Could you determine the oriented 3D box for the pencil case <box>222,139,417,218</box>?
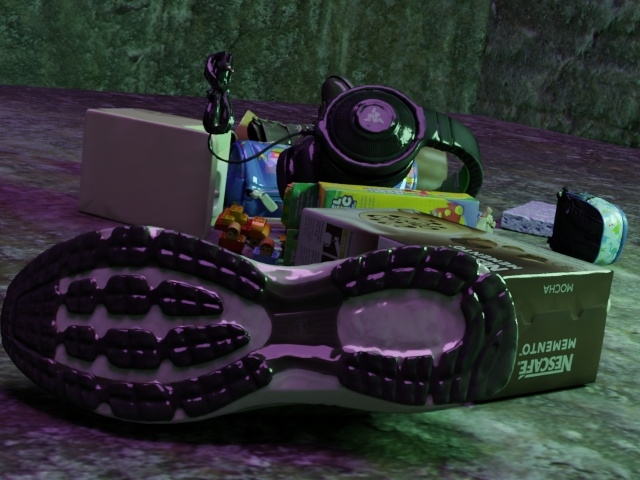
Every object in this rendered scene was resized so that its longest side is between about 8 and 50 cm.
[{"bbox_3d":[0.000,-0.081,1.688,0.306,0.119,0.133,4,23,-13],"label":"pencil case"}]

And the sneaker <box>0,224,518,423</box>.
[{"bbox_3d":[-0.054,0.092,0.914,0.410,0.158,0.182,5,-19,-1],"label":"sneaker"}]

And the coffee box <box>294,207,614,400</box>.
[{"bbox_3d":[0.125,0.052,1.122,0.168,0.118,0.297,-1,14,-37],"label":"coffee box"}]

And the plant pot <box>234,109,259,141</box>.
[{"bbox_3d":[-0.126,-0.160,2.031,0.095,0.134,0.134,30,10,-5],"label":"plant pot"}]

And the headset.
[{"bbox_3d":[0.027,-0.127,1.450,0.394,0.185,0.243,12,-33,-29],"label":"headset"}]

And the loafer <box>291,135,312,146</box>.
[{"bbox_3d":[-0.005,-0.149,1.822,0.094,0.087,0.251,43,-37,-20],"label":"loafer"}]

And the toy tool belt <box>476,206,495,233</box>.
[{"bbox_3d":[0.248,-0.036,1.787,0.052,0.051,0.083,-1,14,-35],"label":"toy tool belt"}]

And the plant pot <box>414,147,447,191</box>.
[{"bbox_3d":[0.123,-0.129,1.926,0.165,0.167,0.167,9,10,-25],"label":"plant pot"}]

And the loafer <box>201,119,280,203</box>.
[{"bbox_3d":[-0.194,-0.145,1.858,0.366,0.130,0.134,13,13,28],"label":"loafer"}]

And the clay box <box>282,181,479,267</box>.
[{"bbox_3d":[0.071,0.001,1.319,0.222,0.127,0.053,3,13,-14],"label":"clay box"}]

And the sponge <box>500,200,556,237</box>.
[{"bbox_3d":[0.403,-0.038,1.934,0.117,0.031,0.210,12,13,23],"label":"sponge"}]

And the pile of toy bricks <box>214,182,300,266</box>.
[{"bbox_3d":[-0.028,-0.022,1.368,0.212,0.105,0.118,11,26,2],"label":"pile of toy bricks"}]

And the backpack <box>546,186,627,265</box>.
[{"bbox_3d":[0.411,-0.015,1.653,0.084,0.105,0.114,0,19,-25],"label":"backpack"}]

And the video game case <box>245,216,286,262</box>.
[{"bbox_3d":[0.000,0.000,1.542,0.212,0.023,0.193,1,13,-22],"label":"video game case"}]

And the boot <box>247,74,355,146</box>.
[{"bbox_3d":[-0.029,-0.199,2.001,0.229,0.263,0.091,5,-25,-34],"label":"boot"}]

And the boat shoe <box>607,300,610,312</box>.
[{"bbox_3d":[0.295,0.062,1.361,0.043,0.049,0.137,-4,21,-35],"label":"boat shoe"}]

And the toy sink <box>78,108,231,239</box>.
[{"bbox_3d":[-0.214,-0.099,1.579,0.234,0.152,0.131,13,13,30],"label":"toy sink"}]
